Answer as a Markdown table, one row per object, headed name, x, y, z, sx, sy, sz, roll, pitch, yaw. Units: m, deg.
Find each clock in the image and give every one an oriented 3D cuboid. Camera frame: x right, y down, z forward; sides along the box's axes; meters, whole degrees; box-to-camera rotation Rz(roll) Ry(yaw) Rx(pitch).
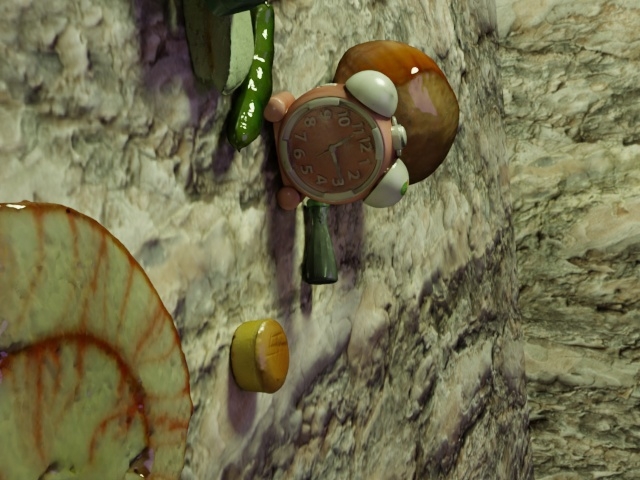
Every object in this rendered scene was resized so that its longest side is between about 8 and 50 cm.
| name | x | y | z | sx | sy | sz | roll | pitch | yaw |
| --- | --- | --- | --- | --- | --- | --- | --- | --- | --- |
| clock | 0.026 | -0.118 | 1.229 | 0.093 | 0.162 | 0.165 | -44 | 128 | -67 |

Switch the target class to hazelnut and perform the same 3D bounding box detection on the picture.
| name | x | y | z | sx | sy | sz | roll | pitch | yaw |
| --- | --- | --- | --- | --- | --- | --- | --- | --- | --- |
| hazelnut | 0.100 | -0.182 | 1.423 | 0.214 | 0.176 | 0.214 | 164 | -90 | -82 |

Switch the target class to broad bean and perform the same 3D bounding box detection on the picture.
| name | x | y | z | sx | sy | sz | roll | pitch | yaw |
| --- | --- | --- | --- | --- | --- | --- | --- | --- | --- |
| broad bean | -0.075 | -0.191 | 1.145 | 0.069 | 0.039 | 0.226 | 72 | 21 | -64 |

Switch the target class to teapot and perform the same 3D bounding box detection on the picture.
| name | x | y | z | sx | sy | sz | roll | pitch | yaw |
| --- | --- | --- | --- | --- | --- | --- | --- | --- | --- |
| teapot | 0.000 | 0.000 | 1.309 | 0.043 | 0.043 | 0.110 | 25 | 61 | -67 |

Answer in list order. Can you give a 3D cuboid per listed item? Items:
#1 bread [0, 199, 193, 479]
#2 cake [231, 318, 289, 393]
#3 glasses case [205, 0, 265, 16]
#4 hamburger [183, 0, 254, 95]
| name | x | y | z | sx | sy | sz | roll | pitch | yaw |
| --- | --- | --- | --- | --- | --- | --- | --- | --- | --- |
| bread | -0.194 | 0.149 | 0.674 | 0.295 | 0.114 | 0.327 | 46 | 44 | -61 |
| cake | -0.064 | 0.127 | 1.114 | 0.084 | 0.044 | 0.084 | -6 | 90 | -68 |
| glasses case | -0.111 | -0.311 | 0.984 | 0.078 | 0.039 | 0.184 | -34 | 100 | -57 |
| hamburger | -0.101 | -0.215 | 1.069 | 0.084 | 0.054 | 0.121 | -36 | 123 | -71 |
